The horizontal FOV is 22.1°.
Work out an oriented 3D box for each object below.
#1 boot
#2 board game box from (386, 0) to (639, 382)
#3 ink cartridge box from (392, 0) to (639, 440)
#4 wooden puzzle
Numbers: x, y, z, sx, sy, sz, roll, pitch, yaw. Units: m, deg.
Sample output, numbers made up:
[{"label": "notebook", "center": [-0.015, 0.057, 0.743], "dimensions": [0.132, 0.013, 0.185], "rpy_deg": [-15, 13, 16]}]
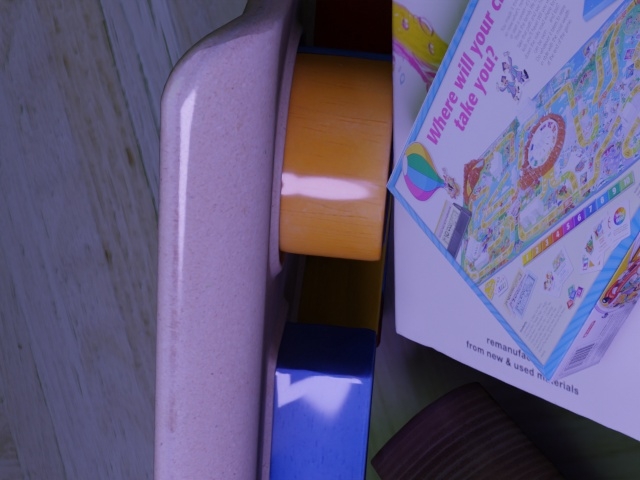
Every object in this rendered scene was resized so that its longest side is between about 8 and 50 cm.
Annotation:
[{"label": "boot", "center": [0.084, 0.235, 0.925], "dimensions": [0.220, 0.109, 0.283], "rpy_deg": [56, 135, 20]}, {"label": "board game box", "center": [0.084, -0.040, 0.555], "dimensions": [0.103, 0.026, 0.154], "rpy_deg": [52, 140, 28]}, {"label": "ink cartridge box", "center": [0.141, -0.068, 0.641], "dimensions": [0.168, 0.171, 0.232], "rpy_deg": [22, 119, 50]}, {"label": "wooden puzzle", "center": [0.000, 0.000, 0.805], "dimensions": [0.081, 0.348, 0.322], "rpy_deg": [8, 117, 7]}]
